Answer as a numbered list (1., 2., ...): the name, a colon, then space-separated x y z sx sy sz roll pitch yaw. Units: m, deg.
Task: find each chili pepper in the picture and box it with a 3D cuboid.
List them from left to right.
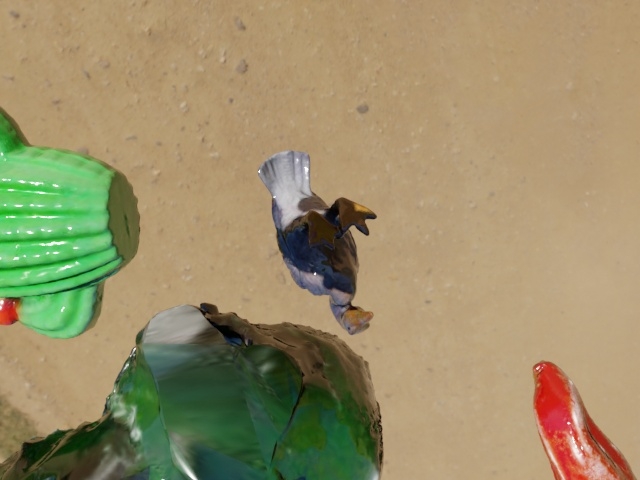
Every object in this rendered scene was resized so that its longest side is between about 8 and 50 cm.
1. chili pepper: -0.076 0.132 0.352 0.264 0.148 0.116 -27 145 -16
2. chili pepper: 0.362 0.296 0.941 0.136 0.144 0.253 -25 93 59

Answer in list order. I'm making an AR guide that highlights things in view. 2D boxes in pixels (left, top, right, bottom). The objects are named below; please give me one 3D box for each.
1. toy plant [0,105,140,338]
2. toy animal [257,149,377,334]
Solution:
1. toy plant: -0.235 -0.024 0.428 0.240 0.088 0.155 22 117 1
2. toy animal: 0.000 0.000 1.009 0.122 0.298 0.185 -28 158 -18
